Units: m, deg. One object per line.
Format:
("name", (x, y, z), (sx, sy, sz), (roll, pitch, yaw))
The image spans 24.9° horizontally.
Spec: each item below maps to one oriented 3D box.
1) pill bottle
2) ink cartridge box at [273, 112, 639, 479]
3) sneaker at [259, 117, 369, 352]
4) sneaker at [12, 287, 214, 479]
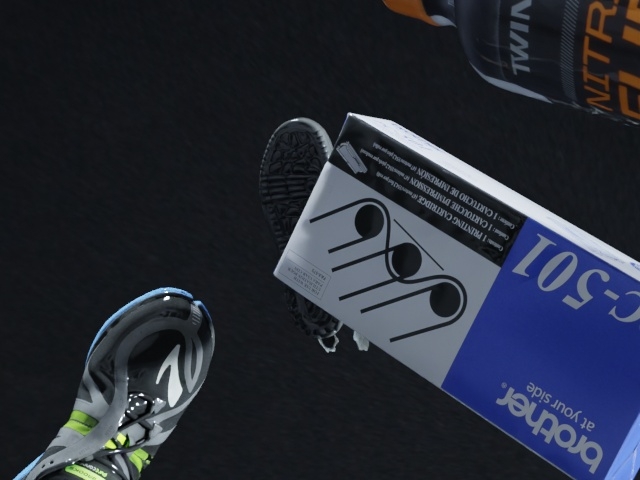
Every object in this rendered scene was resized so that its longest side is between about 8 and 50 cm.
("pill bottle", (0.148, -0.112, 0.629), (0.246, 0.130, 0.130), (19, -95, 25))
("ink cartridge box", (0.081, 0.025, 0.712), (0.207, 0.046, 0.097), (33, -74, 29))
("sneaker", (0.003, 0.000, 0.953), (0.051, 0.089, 0.170), (-4, -79, 17))
("sneaker", (-0.113, 0.112, 0.774), (0.067, 0.078, 0.188), (33, -87, -23))
